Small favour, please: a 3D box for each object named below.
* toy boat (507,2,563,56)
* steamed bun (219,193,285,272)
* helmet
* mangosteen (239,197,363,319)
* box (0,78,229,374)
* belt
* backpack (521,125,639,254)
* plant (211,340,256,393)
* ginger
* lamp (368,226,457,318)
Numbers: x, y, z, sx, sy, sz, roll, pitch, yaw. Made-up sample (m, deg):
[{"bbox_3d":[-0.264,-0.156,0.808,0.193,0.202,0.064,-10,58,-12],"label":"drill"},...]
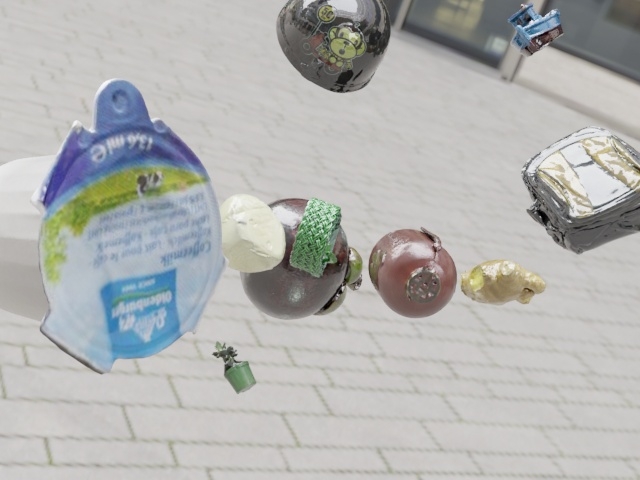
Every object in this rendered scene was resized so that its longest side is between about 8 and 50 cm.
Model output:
[{"bbox_3d":[0.416,-0.420,2.003,0.097,0.100,0.223,54,28,-1],"label":"toy boat"},{"bbox_3d":[-0.117,-0.009,1.559,0.130,0.091,0.113,29,50,-47],"label":"steamed bun"},{"bbox_3d":[0.049,-0.436,2.035,0.230,0.160,0.279,35,52,-11],"label":"helmet"},{"bbox_3d":[-0.046,0.046,2.390,0.300,0.300,0.300,18,20,-7],"label":"mangosteen"},{"bbox_3d":[-0.270,-0.021,1.109,0.206,0.291,0.262,2,17,38],"label":"box"},{"bbox_3d":[0.000,0.000,1.781,0.079,0.151,0.121,20,58,4],"label":"belt"},{"bbox_3d":[0.411,-0.084,1.572,0.206,0.133,0.258,-23,38,1],"label":"backpack"},{"bbox_3d":[-0.153,0.216,1.792,0.051,0.051,0.102,-11,64,-55],"label":"plant"},{"bbox_3d":[0.409,0.100,2.381,0.157,0.102,0.216,15,-21,-30],"label":"ginger"},{"bbox_3d":[0.193,0.060,2.135,0.180,0.180,0.258,16,11,-11],"label":"lamp"}]
